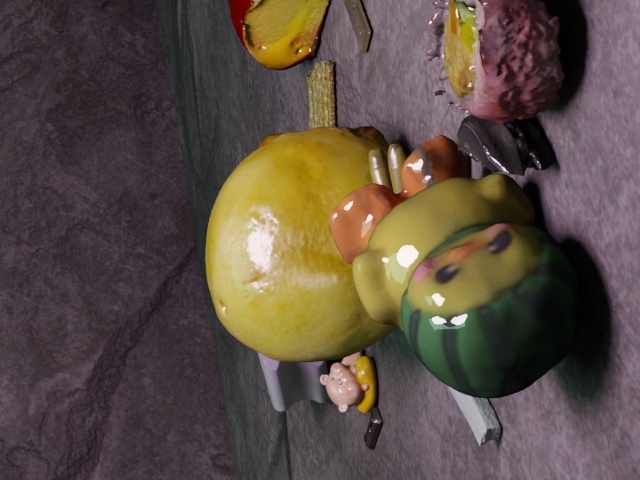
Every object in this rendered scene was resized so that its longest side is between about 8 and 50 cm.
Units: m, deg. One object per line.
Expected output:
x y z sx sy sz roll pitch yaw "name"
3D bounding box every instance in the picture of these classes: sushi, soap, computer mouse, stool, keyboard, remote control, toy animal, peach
0.182 -0.185 1.305 0.241 0.107 0.161 95 163 -60 "sushi"
-0.061 0.147 2.189 0.347 0.115 0.208 84 170 -63 "soap"
0.195 -0.110 1.342 0.135 0.079 0.047 -126 28 -52 "computer mouse"
0.122 -0.064 1.568 0.135 0.134 0.110 -3 89 30 "stool"
0.054 -0.341 1.888 0.049 0.015 0.129 97 160 -55 "keyboard"
0.083 0.306 2.047 0.091 0.016 0.034 101 152 -50 "remote control"
0.043 0.220 2.033 0.114 0.082 0.091 -110 22 -43 "toy animal"
-0.073 -0.404 2.085 0.267 0.159 0.154 107 158 -60 "peach"
0.156 0.042 1.358 0.191 0.216 0.338 61 175 -33 "toy animal"
-0.006 0.006 1.741 0.281 0.314 0.315 10 -103 -84 "peach"

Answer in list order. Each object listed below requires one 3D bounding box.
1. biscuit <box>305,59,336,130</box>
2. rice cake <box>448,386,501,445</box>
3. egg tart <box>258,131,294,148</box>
0.002 -0.207 2.127 0.144 0.016 0.203 -138 43 -68 "biscuit"
0.182 0.189 1.603 0.180 0.030 0.042 -115 29 -49 "rice cake"
-0.029 -0.086 1.984 0.202 0.203 0.147 151 121 -74 "egg tart"
